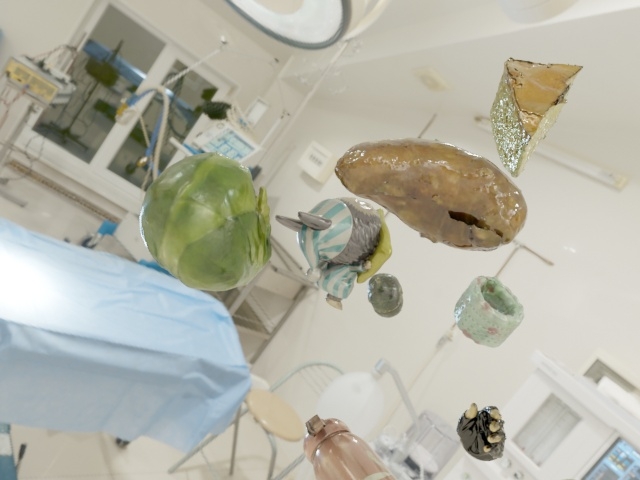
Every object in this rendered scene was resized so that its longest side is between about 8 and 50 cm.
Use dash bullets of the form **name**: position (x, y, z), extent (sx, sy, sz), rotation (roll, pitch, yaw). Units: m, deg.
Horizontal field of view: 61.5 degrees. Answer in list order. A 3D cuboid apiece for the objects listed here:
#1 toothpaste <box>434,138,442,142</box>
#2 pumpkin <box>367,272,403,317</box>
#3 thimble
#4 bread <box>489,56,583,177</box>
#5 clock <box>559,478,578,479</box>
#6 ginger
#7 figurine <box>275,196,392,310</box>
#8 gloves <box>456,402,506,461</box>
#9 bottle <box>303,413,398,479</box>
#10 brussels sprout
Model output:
- **toothpaste**: position (0.361, -0.189, 1.367), extent (0.193, 0.044, 0.070), rotation (35, 49, 13)
- **pumpkin**: position (0.266, 0.222, 2.204), extent (0.146, 0.190, 0.190), rotation (-1, 6, 6)
- **thimble**: position (0.527, 0.218, 1.705), extent (0.186, 0.149, 0.211), rotation (17, 39, -12)
- **bread**: position (0.633, -0.346, 1.524), extent (0.248, 0.279, 0.315), rotation (96, -13, -55)
- **clock**: position (0.539, 0.617, 1.105), extent (0.029, 0.234, 0.235), rotation (-2, 26, -23)
- **ginger**: position (0.189, -0.087, 0.918), extent (0.321, 0.165, 0.172), rotation (20, 31, 14)
- **figurine**: position (0.000, 0.000, 1.768), extent (0.378, 0.361, 0.266), rotation (24, 20, -23)
- **gloves**: position (0.471, 0.540, 1.528), extent (0.164, 0.203, 0.124), rotation (44, 46, 15)
- **bottle**: position (0.070, 0.591, 1.393), extent (0.297, 0.173, 0.206), rotation (43, -13, 48)
- **brussels sprout**: position (-0.290, -0.027, 1.371), extent (0.276, 0.314, 0.371), rotation (8, -43, 24)
